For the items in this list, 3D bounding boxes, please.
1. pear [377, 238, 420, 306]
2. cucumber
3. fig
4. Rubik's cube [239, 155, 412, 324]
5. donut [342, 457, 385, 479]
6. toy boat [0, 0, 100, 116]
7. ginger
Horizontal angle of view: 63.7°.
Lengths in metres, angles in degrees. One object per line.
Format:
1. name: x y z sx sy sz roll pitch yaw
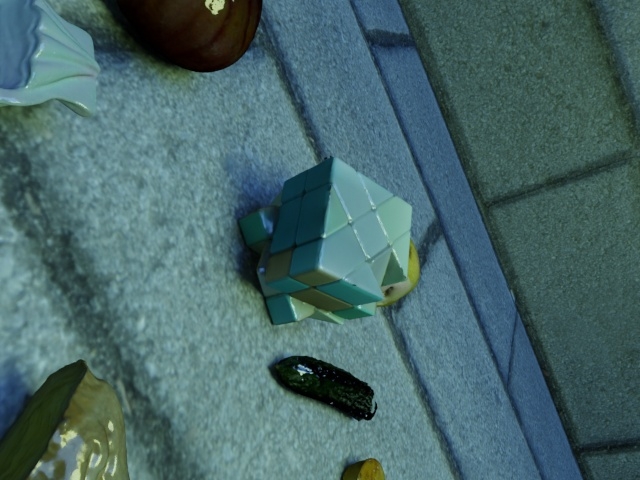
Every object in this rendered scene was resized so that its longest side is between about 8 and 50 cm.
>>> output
1. pear: 0.110 0.049 0.996 0.178 0.177 0.178 38 43 -45
2. cucumber: 0.017 0.232 0.825 0.245 0.067 0.067 41 40 -46
3. fig: -0.172 -0.360 0.724 0.235 0.214 0.235 -25 90 -86
4. Rubik's cube: 0.000 0.000 0.805 0.224 0.212 0.266 28 60 -33
5. donut: 0.068 0.408 0.833 0.097 0.043 0.108 49 36 -35
6. toy boat: -0.333 -0.190 0.434 0.290 0.100 0.200 19 57 -54
7. ginger: -0.199 0.264 0.368 0.189 0.126 0.354 20 58 -49
